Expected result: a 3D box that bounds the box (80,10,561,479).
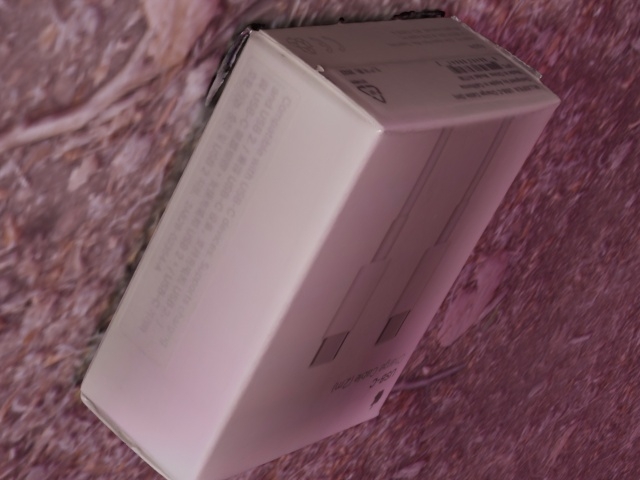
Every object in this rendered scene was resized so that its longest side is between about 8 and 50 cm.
[{"bbox_3d":[0.000,0.000,0.993,0.203,0.106,0.252,-14,139,-56],"label":"box"}]
